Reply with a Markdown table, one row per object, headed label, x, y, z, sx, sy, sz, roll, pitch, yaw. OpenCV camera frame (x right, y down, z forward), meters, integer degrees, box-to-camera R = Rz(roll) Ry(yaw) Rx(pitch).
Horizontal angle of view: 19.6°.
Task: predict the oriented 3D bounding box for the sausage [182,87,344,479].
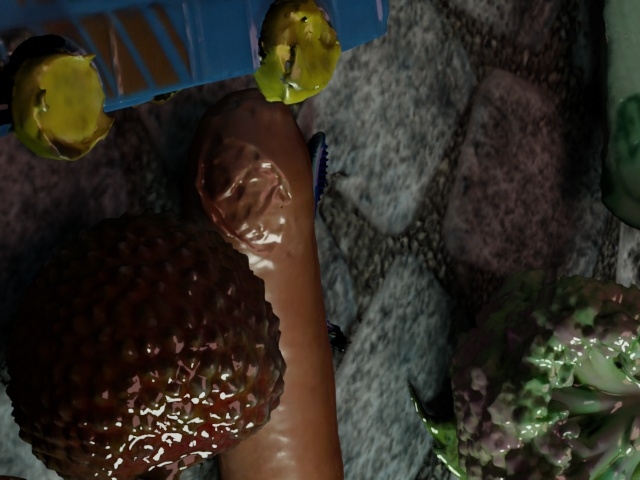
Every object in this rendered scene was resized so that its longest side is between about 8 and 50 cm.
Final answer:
| label | x | y | z | sx | sy | sz | roll | pitch | yaw |
| --- | --- | --- | --- | --- | --- | --- | --- | --- | --- |
| sausage | -0.033 | 0.103 | 1.227 | 0.094 | 0.094 | 0.418 | -25 | 118 | -40 |

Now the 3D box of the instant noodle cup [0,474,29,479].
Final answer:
| label | x | y | z | sx | sy | sz | roll | pitch | yaw |
| --- | --- | --- | --- | --- | --- | --- | --- | --- | --- |
| instant noodle cup | -0.197 | 0.314 | 0.933 | 0.340 | 0.340 | 0.265 | -27 | 131 | -44 |

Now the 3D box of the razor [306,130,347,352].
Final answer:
| label | x | y | z | sx | sy | sz | roll | pitch | yaw |
| --- | --- | --- | --- | --- | --- | --- | --- | --- | --- |
| razor | -0.004 | 0.001 | 1.287 | 0.028 | 0.044 | 0.154 | -9 | 106 | -22 |

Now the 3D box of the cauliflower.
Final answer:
| label | x | y | z | sx | sy | sz | roll | pitch | yaw |
| --- | --- | --- | --- | --- | --- | --- | --- | --- | --- |
| cauliflower | 0.228 | 0.123 | 1.407 | 0.256 | 0.315 | 0.238 | -107 | -169 | -78 |

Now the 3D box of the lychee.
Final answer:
| label | x | y | z | sx | sy | sz | roll | pitch | yaw |
| --- | --- | --- | --- | --- | --- | --- | --- | --- | --- |
| lychee | -0.100 | 0.079 | 1.082 | 0.165 | 0.165 | 0.197 | 2 | 65 | -51 |

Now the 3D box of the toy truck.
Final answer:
| label | x | y | z | sx | sy | sz | roll | pitch | yaw |
| --- | --- | --- | --- | --- | --- | --- | --- | --- | --- |
| toy truck | -0.127 | -0.137 | 1.006 | 0.385 | 0.161 | 0.162 | -18 | 103 | -46 |

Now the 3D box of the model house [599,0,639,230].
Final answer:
| label | x | y | z | sx | sy | sz | roll | pitch | yaw |
| --- | --- | --- | --- | --- | --- | --- | --- | --- | --- |
| model house | 0.362 | -0.163 | 1.602 | 0.325 | 0.194 | 0.267 | -40 | 130 | -65 |
